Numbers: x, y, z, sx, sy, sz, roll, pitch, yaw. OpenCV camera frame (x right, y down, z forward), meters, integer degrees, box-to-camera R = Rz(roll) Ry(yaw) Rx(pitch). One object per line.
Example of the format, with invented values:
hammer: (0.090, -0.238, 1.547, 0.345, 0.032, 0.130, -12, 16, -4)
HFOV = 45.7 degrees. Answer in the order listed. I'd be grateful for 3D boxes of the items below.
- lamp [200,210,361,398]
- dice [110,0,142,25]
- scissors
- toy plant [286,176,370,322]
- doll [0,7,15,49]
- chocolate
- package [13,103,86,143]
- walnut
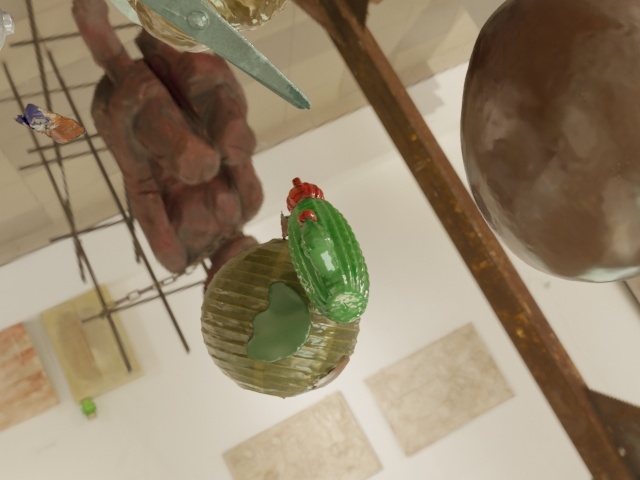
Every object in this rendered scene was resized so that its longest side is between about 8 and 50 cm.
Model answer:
lamp: (-0.057, 0.094, 1.166, 0.250, 0.284, 0.250, 8, 176, 1)
dice: (-0.323, -0.618, 1.572, 0.268, 0.262, 0.265, -25, 180, 16)
scissors: (-0.174, -0.282, 0.879, 0.447, 0.029, 0.193, 35, 121, -29)
toy plant: (0.006, 0.013, 0.993, 0.088, 0.154, 0.240, -26, -160, 3)
doll: (-0.440, -0.333, 0.918, 0.151, 0.151, 0.287, -20, 148, -30)
chocolate: (0.148, -0.067, 0.441, 0.177, 0.176, 0.176, -27, 165, -8)
package: (-0.479, -0.205, 1.340, 0.077, 0.033, 0.111, -37, 143, 25)
walnut: (-0.200, -0.456, 1.263, 0.285, 0.285, 0.296, -17, -175, -37)
